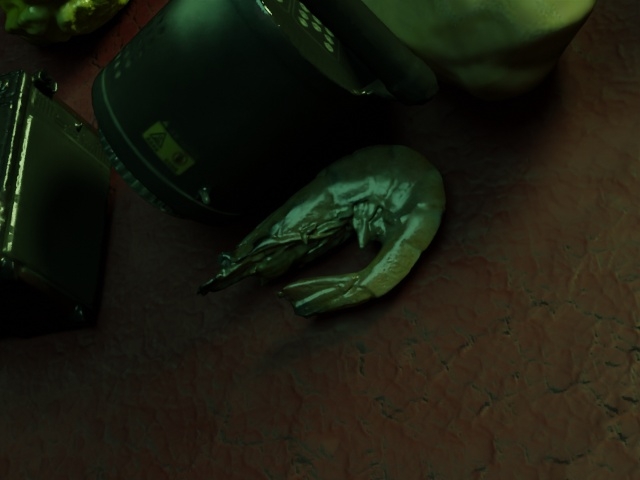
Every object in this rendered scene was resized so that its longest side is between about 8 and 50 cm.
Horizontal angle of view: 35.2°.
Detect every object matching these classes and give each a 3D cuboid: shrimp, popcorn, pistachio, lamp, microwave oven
[{"bbox_3d":[0.011,0.011,0.963,0.254,0.059,0.145,-39,63,-3],"label":"shrimp"},{"bbox_3d":[-0.319,-0.371,1.247,0.242,0.235,0.250,-4,96,36],"label":"popcorn"},{"bbox_3d":[0.139,-0.265,0.961,0.226,0.208,0.332,-24,38,1],"label":"pistachio"},{"bbox_3d":[-0.083,-0.141,0.966,0.272,0.205,0.374,-48,23,7],"label":"lamp"},{"bbox_3d":[-0.344,-0.034,1.080,0.178,0.188,0.247,-11,59,20],"label":"microwave oven"}]
